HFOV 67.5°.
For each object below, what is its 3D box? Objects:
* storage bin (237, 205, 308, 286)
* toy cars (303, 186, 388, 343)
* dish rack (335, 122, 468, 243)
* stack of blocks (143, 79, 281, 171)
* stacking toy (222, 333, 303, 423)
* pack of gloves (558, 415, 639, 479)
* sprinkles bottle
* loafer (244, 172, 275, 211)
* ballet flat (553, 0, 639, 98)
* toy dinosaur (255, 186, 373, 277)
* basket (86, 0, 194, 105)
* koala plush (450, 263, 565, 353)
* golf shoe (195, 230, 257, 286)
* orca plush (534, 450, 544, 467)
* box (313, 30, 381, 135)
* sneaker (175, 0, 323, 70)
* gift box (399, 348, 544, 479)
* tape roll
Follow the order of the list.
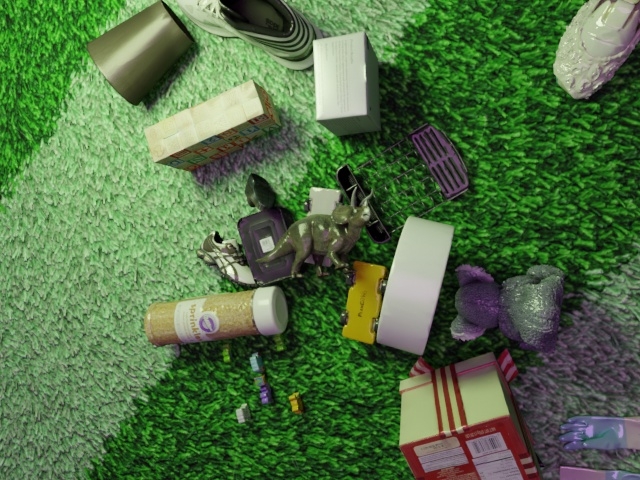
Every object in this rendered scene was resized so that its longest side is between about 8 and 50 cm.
[{"bbox_3d":[-0.119,0.014,1.204,0.122,0.084,0.180,-19,87,14],"label":"storage bin"},{"bbox_3d":[0.063,0.054,1.159,0.177,0.087,0.393,-34,78,21],"label":"toy cars"},{"bbox_3d":[0.199,-0.141,1.125,0.272,0.074,0.208,-31,84,13],"label":"dish rack"},{"bbox_3d":[-0.255,-0.275,1.190,0.298,0.171,0.087,-20,86,13],"label":"stack of blocks"},{"bbox_3d":[-0.150,0.352,1.237,0.167,0.052,0.220,-16,85,12],"label":"stacking toy"},{"bbox_3d":[0.643,0.481,1.033,0.232,0.046,0.194,-5,88,15],"label":"pack of gloves"},{"bbox_3d":[-0.266,0.196,1.225,0.356,0.121,0.121,-9,88,15],"label":"sprinkles bottle"},{"bbox_3d":[-0.154,-0.106,1.187,0.062,0.170,0.061,22,111,-23],"label":"loafer"},{"bbox_3d":[0.627,-0.496,0.980,0.147,0.147,0.408,33,99,12],"label":"ballet flat"},{"bbox_3d":[0.000,0.000,1.093,0.314,0.121,0.160,-13,74,30],"label":"toy dinosaur"},{"bbox_3d":[-0.458,-0.502,1.255,0.227,0.154,0.204,-34,84,9],"label":"basket"},{"bbox_3d":[0.393,0.140,1.031,0.222,0.203,0.196,8,92,26],"label":"koala plush"},{"bbox_3d":[-0.227,0.048,1.236,0.198,0.077,0.093,30,98,11],"label":"golf shoe"},{"bbox_3d":[0.368,0.565,1.075,0.287,0.102,0.151,-31,83,13],"label":"orca plush"},{"bbox_3d":[0.066,-0.350,1.101,0.119,0.182,0.180,-2,90,16],"label":"box"},{"bbox_3d":[-0.212,-0.580,1.130,0.448,0.257,0.169,31,98,12],"label":"sneaker"},{"bbox_3d":[0.313,0.384,1.004,0.255,0.258,0.276,-19,101,16],"label":"gift box"},{"bbox_3d":[0.204,0.094,1.020,0.100,0.286,0.285,14,94,14],"label":"tape roll"}]
